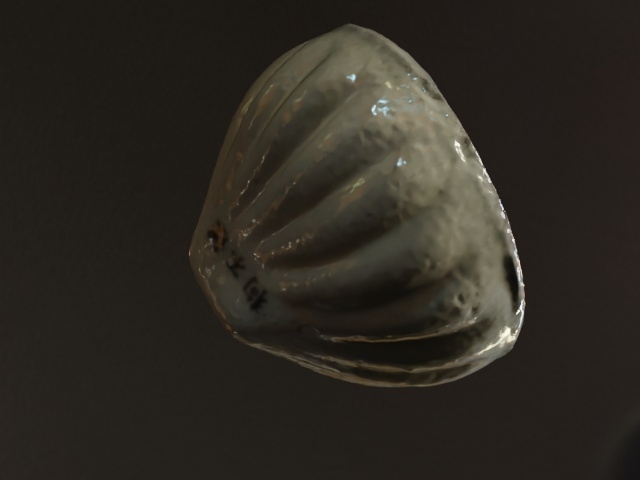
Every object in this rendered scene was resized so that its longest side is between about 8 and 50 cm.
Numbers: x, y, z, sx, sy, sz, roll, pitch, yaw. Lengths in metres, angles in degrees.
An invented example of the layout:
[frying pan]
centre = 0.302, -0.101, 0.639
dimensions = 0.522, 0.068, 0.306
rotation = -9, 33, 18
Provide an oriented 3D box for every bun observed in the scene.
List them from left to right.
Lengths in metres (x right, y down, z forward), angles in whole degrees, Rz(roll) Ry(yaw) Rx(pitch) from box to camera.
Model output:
[bun]
centre = 0.000, 0.000, 0.795
dimensions = 0.175, 0.263, 0.263
rotation = -28, -48, -14
